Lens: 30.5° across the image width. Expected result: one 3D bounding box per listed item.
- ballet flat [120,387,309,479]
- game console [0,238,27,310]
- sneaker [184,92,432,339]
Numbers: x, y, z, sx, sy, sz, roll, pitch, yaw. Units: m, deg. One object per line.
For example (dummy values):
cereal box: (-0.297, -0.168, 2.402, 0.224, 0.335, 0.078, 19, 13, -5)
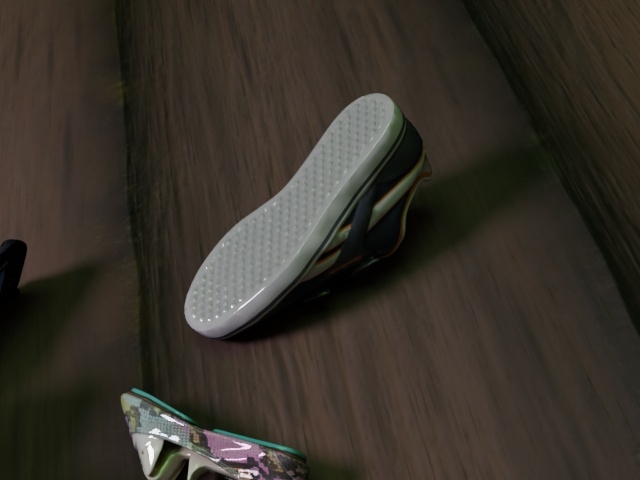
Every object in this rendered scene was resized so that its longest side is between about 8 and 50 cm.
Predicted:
ballet flat: (-0.115, 0.204, 1.103, 0.221, 0.077, 0.079, 16, 68, 29)
game console: (-0.407, 0.110, 1.194, 0.044, 0.213, 0.361, 36, 40, -1)
sneaker: (0.000, 0.000, 1.269, 0.321, 0.127, 0.126, -47, 40, 0)
